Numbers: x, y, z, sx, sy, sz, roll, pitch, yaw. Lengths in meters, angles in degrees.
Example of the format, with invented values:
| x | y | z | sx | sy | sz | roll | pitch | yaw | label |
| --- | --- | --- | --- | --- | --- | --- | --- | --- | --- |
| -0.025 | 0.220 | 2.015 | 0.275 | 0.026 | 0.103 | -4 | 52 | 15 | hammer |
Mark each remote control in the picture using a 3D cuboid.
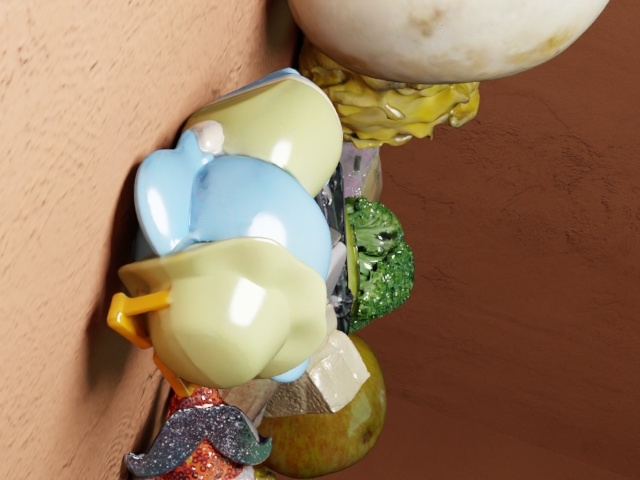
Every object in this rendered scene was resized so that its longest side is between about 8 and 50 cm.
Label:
| x | y | z | sx | sy | sz | roll | pitch | yaw | label |
| --- | --- | --- | --- | --- | --- | --- | --- | --- | --- |
| 0.005 | 0.007 | 1.568 | 0.066 | 0.090 | 0.266 | -21 | 111 | -35 | remote control |

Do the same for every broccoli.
| x | y | z | sx | sy | sz | roll | pitch | yaw | label |
| --- | --- | --- | --- | --- | --- | --- | --- | --- | --- |
| 0.020 | 0.037 | 1.879 | 0.241 | 0.261 | 0.269 | 42 | 56 | -44 | broccoli |

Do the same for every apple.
| x | y | z | sx | sy | sz | roll | pitch | yaw | label |
| --- | --- | --- | --- | --- | --- | --- | --- | --- | --- |
| -0.017 | 0.255 | 2.004 | 0.264 | 0.264 | 0.264 | 19 | 90 | -87 | apple |

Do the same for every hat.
| x | y | z | sx | sy | sz | roll | pitch | yaw | label |
| --- | --- | --- | --- | --- | --- | --- | --- | --- | --- |
| -0.111 | 0.172 | 1.157 | 0.129 | 0.140 | 0.227 | -92 | -174 | -70 | hat |

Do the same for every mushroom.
| x | y | z | sx | sy | sz | roll | pitch | yaw | label |
| --- | --- | --- | --- | --- | --- | --- | --- | --- | --- |
| 0.110 | -0.281 | 1.026 | 0.297 | 0.297 | 0.290 | -63 | 148 | -68 | mushroom |

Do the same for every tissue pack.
| x | y | z | sx | sy | sz | roll | pitch | yaw | label |
| --- | --- | --- | --- | --- | --- | --- | --- | --- | --- |
| 0.029 | -0.039 | 2.183 | 0.257 | 0.123 | 0.215 | 84 | 26 | -64 | tissue pack |

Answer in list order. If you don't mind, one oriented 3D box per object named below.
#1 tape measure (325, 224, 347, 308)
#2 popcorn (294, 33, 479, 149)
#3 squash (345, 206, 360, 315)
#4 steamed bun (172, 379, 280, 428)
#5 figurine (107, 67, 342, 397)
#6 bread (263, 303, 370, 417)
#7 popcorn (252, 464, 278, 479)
| x | y | z | sx | sy | sz | roll | pitch | yaw | label |
| --- | --- | --- | --- | --- | --- | --- | --- | --- | --- |
| -0.065 | 0.110 | 1.490 | 0.197 | 0.120 | 0.236 | -50 | 165 | -50 | tape measure |
| 0.082 | -0.202 | 1.363 | 0.250 | 0.250 | 0.190 | 76 | -2 | -84 | popcorn |
| 0.000 | 0.000 | 1.673 | 0.204 | 0.155 | 0.237 | 106 | 8 | -53 | squash |
| -0.091 | 0.137 | 1.298 | 0.175 | 0.106 | 0.145 | 59 | 49 | -89 | steamed bun |
| -0.049 | -0.007 | 0.852 | 0.262 | 0.154 | 0.180 | -61 | 158 | -52 | figurine |
| -0.028 | 0.143 | 1.397 | 0.152 | 0.105 | 0.077 | -15 | -159 | 49 | bread |
| -0.135 | 0.459 | 2.076 | 0.152 | 0.148 | 0.167 | 34 | 63 | -64 | popcorn |
